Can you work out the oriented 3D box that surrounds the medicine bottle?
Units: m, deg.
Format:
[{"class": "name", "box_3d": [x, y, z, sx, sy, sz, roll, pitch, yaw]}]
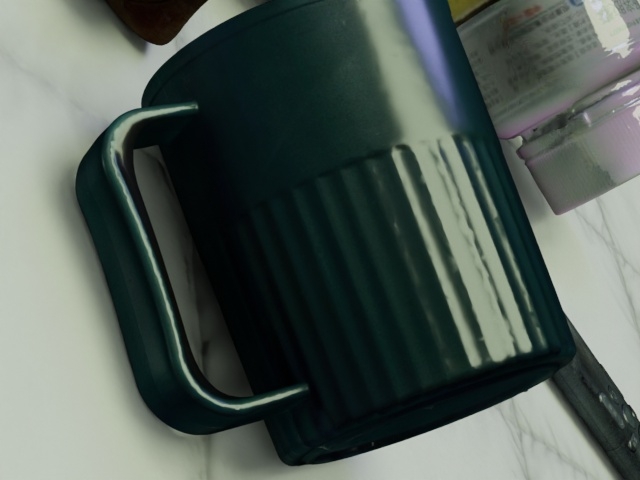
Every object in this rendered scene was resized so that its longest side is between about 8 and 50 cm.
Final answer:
[{"class": "medicine bottle", "box_3d": [0.314, -0.207, 1.773, 0.302, 0.241, 0.241, 62, 24, 1]}]

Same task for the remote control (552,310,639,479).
[{"class": "remote control", "box_3d": [0.328, 0.195, 1.609, 0.377, 0.044, 0.107, 53, 29, -16]}]

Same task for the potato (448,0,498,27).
[{"class": "potato", "box_3d": [0.073, -0.389, 1.362, 0.296, 0.397, 0.290, 45, -3, -35]}]

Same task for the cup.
[{"class": "cup", "box_3d": [0.017, -0.007, 0.988, 0.308, 0.242, 0.292, 7, 60, -64]}]

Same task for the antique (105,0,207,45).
[{"class": "antique", "box_3d": [-0.135, -0.270, 1.122, 0.143, 0.121, 0.256, 37, 33, -30]}]
